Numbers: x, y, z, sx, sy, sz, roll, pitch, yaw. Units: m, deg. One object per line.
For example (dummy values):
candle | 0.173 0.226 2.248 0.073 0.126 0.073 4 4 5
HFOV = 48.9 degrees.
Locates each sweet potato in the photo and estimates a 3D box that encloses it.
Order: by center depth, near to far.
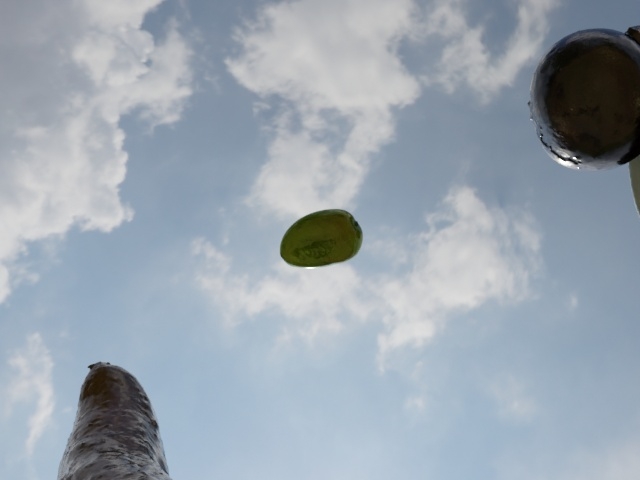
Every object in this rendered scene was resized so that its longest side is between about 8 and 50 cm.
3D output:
sweet potato | -0.127 0.176 0.444 0.092 0.341 0.114 24 -93 -24

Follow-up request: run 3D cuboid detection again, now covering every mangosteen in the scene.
mangosteen | 0.425 -0.207 1.004 0.249 0.211 0.211 -12 -82 17

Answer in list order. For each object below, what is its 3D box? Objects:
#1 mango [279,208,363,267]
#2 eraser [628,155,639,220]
mango | 0.000 0.000 0.888 0.108 0.056 0.073 -22 -85 -5
eraser | 0.584 -0.083 0.976 0.290 0.104 0.189 -11 -80 63
